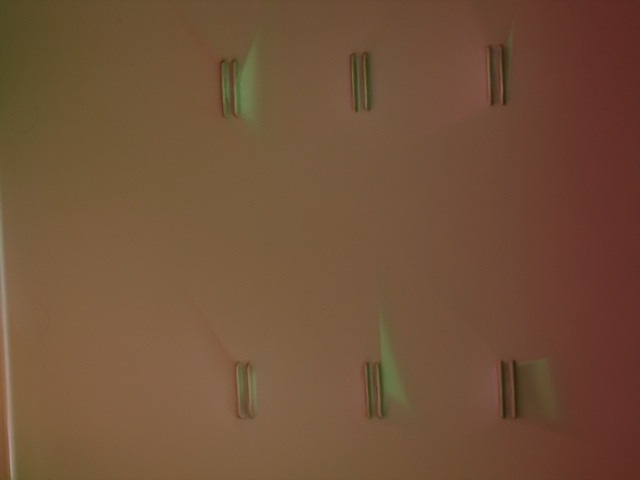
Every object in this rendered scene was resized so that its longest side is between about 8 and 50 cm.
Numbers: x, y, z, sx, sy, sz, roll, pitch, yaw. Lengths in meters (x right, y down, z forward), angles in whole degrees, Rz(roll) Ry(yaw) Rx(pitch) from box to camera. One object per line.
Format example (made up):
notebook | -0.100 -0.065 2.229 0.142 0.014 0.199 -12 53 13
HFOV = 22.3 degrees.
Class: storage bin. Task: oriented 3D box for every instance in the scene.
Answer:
storage bin | 0.000 0.000 0.424 0.262 0.123 0.260 -2 93 13

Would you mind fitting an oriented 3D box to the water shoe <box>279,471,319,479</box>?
water shoe | 0.002 0.013 0.551 0.080 0.073 0.203 30 76 0
